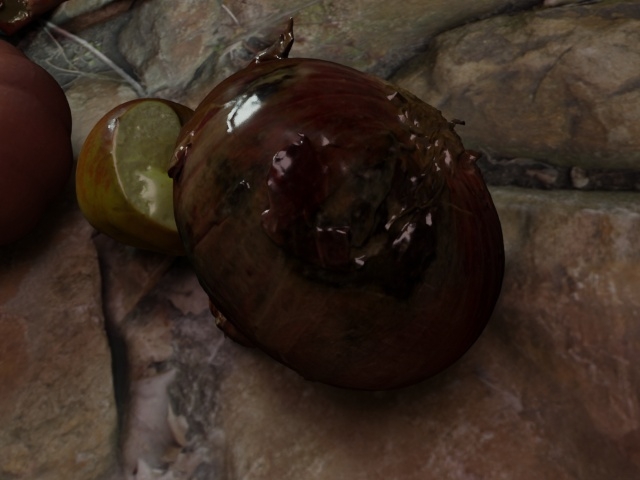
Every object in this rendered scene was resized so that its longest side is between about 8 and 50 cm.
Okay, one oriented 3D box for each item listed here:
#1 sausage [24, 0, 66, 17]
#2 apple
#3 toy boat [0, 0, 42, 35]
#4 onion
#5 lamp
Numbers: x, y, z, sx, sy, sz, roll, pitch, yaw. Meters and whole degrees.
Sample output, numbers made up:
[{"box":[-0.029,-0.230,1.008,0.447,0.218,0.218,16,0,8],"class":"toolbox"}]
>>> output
[{"box":[-0.338,-0.363,1.242,0.177,0.047,0.040,-16,33,-15],"class":"sausage"},{"box":[-0.177,-0.073,0.981,0.195,0.160,0.173,22,81,-26],"class":"apple"},{"box":[-0.393,-0.468,1.293,0.079,0.136,0.392,1,53,47],"class":"toy boat"},{"box":[0.016,-0.029,0.827,0.354,0.353,0.353,-4,58,6],"class":"onion"},{"box":[-0.447,-0.122,1.006,0.305,0.239,0.305,-3,58,5],"class":"lamp"}]
